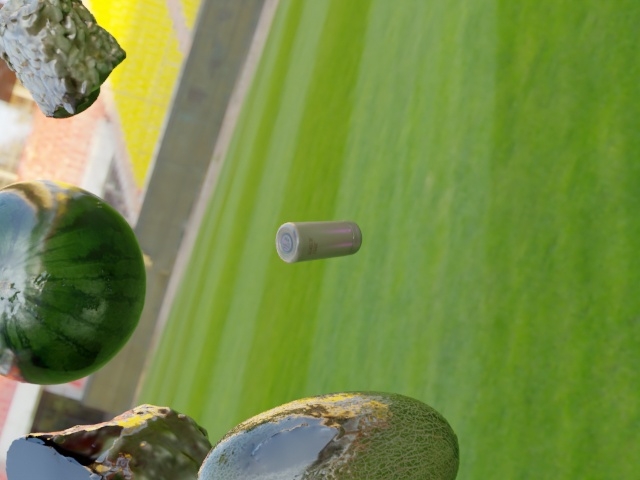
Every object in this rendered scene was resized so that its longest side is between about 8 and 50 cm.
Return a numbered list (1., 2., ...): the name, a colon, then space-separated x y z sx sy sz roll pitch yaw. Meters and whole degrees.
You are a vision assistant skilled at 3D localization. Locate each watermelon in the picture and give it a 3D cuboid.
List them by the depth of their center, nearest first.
1. watermelon: -0.320 0.049 1.455 0.242 0.242 0.242 -163 90 -82

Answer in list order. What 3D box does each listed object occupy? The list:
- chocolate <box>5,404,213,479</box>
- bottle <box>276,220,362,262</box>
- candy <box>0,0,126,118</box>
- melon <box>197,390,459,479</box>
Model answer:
1. chocolate: -0.184 0.337 1.402 0.225 0.340 0.210 -30 -6 41
2. bottle: 0.000 0.000 1.389 0.045 0.096 0.045 8 100 53
3. candy: -0.213 -0.156 1.006 0.095 0.110 0.085 -18 30 48
4. melon: 0.005 0.141 0.739 0.099 0.162 0.099 165 90 -87
